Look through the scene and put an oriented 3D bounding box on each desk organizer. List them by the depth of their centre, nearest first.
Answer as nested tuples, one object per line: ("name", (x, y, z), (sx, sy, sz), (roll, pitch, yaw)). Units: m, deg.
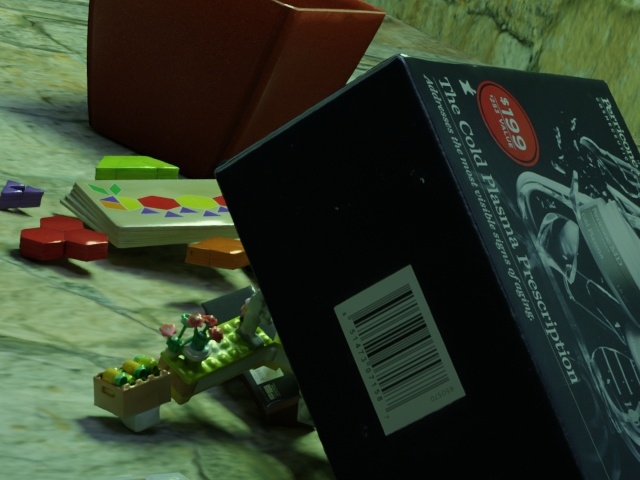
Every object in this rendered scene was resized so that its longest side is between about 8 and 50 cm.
("desk organizer", (-0.049, 0.101, 1.578), (0.047, 0.050, 0.130), (-20, 47, -16))

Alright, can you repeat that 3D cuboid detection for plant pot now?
("plant pot", (-0.124, -0.209, 2.262), (0.267, 0.236, 0.267), (27, 15, 21))

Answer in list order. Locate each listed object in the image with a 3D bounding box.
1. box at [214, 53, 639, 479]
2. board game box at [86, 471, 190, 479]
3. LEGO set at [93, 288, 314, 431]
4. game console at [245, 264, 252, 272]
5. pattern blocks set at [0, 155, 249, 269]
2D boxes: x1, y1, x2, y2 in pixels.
("box", (0.135, 0.062, 1.379), (0.312, 0.179, 0.343), (-2, 65, -57))
("board game box", (-0.121, 0.189, 0.942), (0.026, 0.154, 0.103), (31, 17, 36))
("LEGO set", (-0.028, 0.076, 1.468), (0.287, 0.107, 0.132), (9, 41, -20))
("game console", (0.000, 0.000, 1.940), (0.144, 0.085, 0.124), (12, -17, -29))
("pattern blocks set", (-0.145, -0.027, 1.862), (0.325, 0.026, 0.285), (1, 20, -18))
